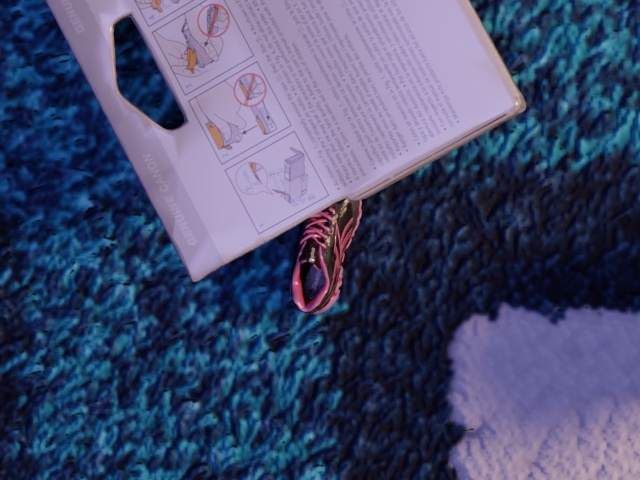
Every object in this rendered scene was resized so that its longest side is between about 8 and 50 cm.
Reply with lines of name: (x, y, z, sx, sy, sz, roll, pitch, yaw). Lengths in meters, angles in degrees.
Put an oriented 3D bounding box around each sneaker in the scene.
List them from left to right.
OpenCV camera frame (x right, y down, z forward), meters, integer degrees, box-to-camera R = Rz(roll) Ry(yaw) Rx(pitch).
sneaker: (0.000, 0.000, 0.909, 0.047, 0.057, 0.119, 9, 99, 11)

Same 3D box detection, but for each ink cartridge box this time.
ink cartridge box: (-0.039, -0.160, 0.873, 0.261, 0.066, 0.296, -28, 87, 13)
